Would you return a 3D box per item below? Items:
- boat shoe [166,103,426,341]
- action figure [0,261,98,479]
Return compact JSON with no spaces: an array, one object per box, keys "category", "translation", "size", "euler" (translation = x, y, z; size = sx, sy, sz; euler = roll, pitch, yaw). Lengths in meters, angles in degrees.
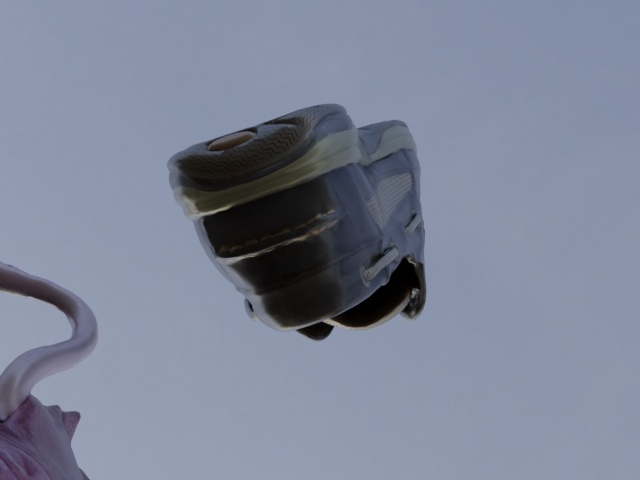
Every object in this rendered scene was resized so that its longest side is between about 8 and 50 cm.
[{"category":"boat shoe","translation":[0.000,0.000,0.871],"size":[0.132,0.355,0.130],"euler":[-17,-93,15]},{"category":"action figure","translation":[-0.158,0.135,0.671],"size":[0.248,0.370,0.276],"euler":[21,-100,-7]}]
